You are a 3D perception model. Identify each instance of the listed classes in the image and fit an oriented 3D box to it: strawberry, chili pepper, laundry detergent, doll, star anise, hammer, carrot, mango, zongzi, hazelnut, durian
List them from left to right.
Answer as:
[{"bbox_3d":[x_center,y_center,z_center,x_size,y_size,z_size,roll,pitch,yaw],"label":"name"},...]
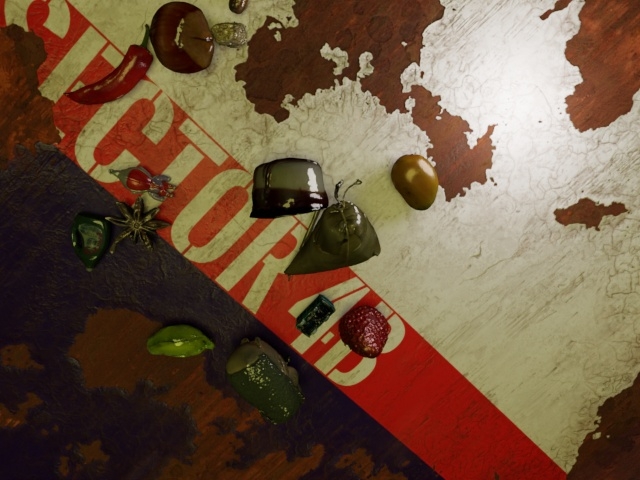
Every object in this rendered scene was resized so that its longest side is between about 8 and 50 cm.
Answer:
[{"bbox_3d":[-0.840,0.010,1.699,0.137,0.063,0.211,14,106,-5],"label":"laundry detergent"},{"bbox_3d":[-0.677,-0.549,1.543,0.368,0.092,0.137,-37,93,4],"label":"chili pepper"},{"bbox_3d":[-0.667,-0.051,1.678,0.231,0.089,0.209,-20,104,-2],"label":"star anise"},{"bbox_3d":[-0.627,-0.207,1.644,0.227,0.075,0.102,16,90,-18],"label":"doll"},{"bbox_3d":[-0.543,0.387,1.805,0.250,0.101,0.139,-7,141,-2],"label":"durian"},{"bbox_3d":[-0.445,-0.647,1.497,0.181,0.181,0.212,-10,114,-29],"label":"hazelnut"},{"bbox_3d":[-0.249,-0.827,1.508,0.060,0.060,0.186,18,100,-8],"label":"carrot"},{"bbox_3d":[-0.203,0.533,1.804,0.247,0.247,0.349,-33,102,6],"label":"doll"},{"bbox_3d":[-0.038,-0.053,1.757,0.062,0.013,0.199,22,102,-9],"label":"hammer"},{"bbox_3d":[0.000,0.000,1.587,0.418,0.447,0.181,-23,68,9],"label":"zongzi"},{"bbox_3d":[0.168,0.364,1.766,0.205,0.244,0.205,-1,107,-2],"label":"strawberry"},{"bbox_3d":[0.348,-0.213,1.685,0.151,0.120,0.221,-38,111,10],"label":"mango"}]

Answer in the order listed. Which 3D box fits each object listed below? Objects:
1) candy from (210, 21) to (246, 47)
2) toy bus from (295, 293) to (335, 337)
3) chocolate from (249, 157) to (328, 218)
[{"bbox_3d":[-0.298,-0.674,1.526,0.095,0.110,0.085,-5,107,14],"label":"candy"},{"bbox_3d":[-0.019,0.286,1.811,0.079,0.092,0.160,39,106,-14],"label":"toy bus"},{"bbox_3d":[-0.116,-0.187,1.594,0.283,0.283,0.186,-10,101,-1],"label":"chocolate"}]
